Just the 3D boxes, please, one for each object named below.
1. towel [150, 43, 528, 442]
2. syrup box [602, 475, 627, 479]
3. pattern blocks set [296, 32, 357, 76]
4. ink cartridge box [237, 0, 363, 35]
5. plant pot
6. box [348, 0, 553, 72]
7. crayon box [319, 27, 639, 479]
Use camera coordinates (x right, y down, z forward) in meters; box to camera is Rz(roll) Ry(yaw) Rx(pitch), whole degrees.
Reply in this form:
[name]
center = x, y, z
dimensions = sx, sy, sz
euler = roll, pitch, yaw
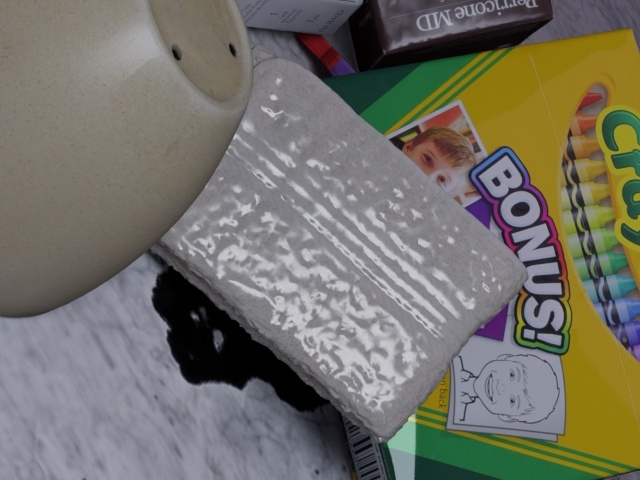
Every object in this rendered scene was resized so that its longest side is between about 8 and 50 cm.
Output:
[towel]
center = 0.000, 0.000, 1.344
dimensions = 0.282, 0.049, 0.187
euler = 42, 72, -1
[syrup box]
center = 0.179, 0.183, 1.604
dimensions = 0.237, 0.096, 0.093
euler = 51, 32, -18
[pattern blocks set]
center = 0.118, -0.064, 1.664
dimensions = 0.325, 0.026, 0.285
euler = 44, 5, -27
[ink cartridge box]
center = -0.113, -0.337, 1.609
dimensions = 0.261, 0.066, 0.296
euler = 3, 61, -37
[plant pot]
center = -0.157, -0.111, 1.160
dimensions = 0.284, 0.191, 0.284
euler = 44, 35, -44
[box]
center = 0.106, -0.279, 1.684
dimensions = 0.167, 0.168, 0.203
euler = 156, -79, -84
[crayon box]
center = 0.151, 0.029, 1.454
dimensions = 0.313, 0.106, 0.363
euler = -12, 79, -17
